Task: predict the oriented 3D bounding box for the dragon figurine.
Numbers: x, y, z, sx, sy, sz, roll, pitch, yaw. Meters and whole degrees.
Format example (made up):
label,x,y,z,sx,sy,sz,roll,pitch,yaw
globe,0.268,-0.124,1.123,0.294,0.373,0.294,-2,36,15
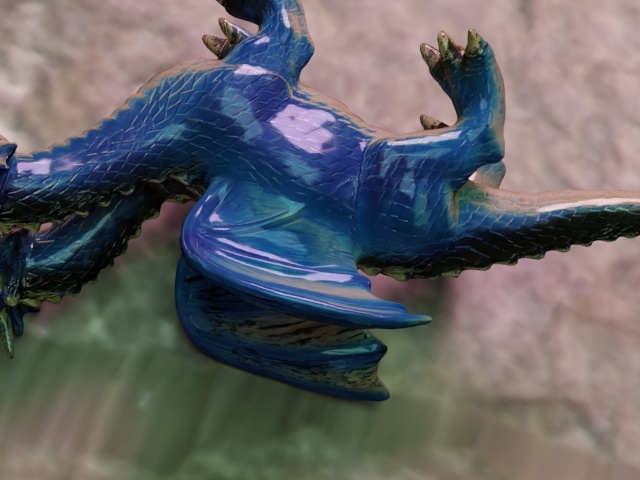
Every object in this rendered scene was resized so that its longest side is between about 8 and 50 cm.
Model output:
label,x,y,z,sx,sy,sz,roll,pitch,yaw
dragon figurine,0.000,0.000,0.648,0.289,0.085,0.144,22,66,2
